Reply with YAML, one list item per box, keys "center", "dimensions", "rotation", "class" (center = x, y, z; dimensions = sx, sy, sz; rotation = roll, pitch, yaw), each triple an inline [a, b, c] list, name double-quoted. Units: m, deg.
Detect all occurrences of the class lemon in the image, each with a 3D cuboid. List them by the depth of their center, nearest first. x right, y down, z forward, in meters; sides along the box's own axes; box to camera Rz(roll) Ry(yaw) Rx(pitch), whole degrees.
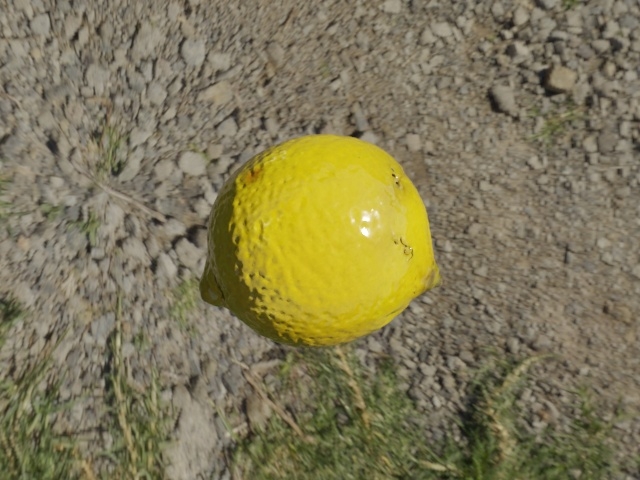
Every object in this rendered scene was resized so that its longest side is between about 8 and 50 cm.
- center: [-0.008, 0.002, 1.032]
  dimensions: [0.253, 0.228, 0.228]
  rotation: [-10, 95, -13]
  class: "lemon"
